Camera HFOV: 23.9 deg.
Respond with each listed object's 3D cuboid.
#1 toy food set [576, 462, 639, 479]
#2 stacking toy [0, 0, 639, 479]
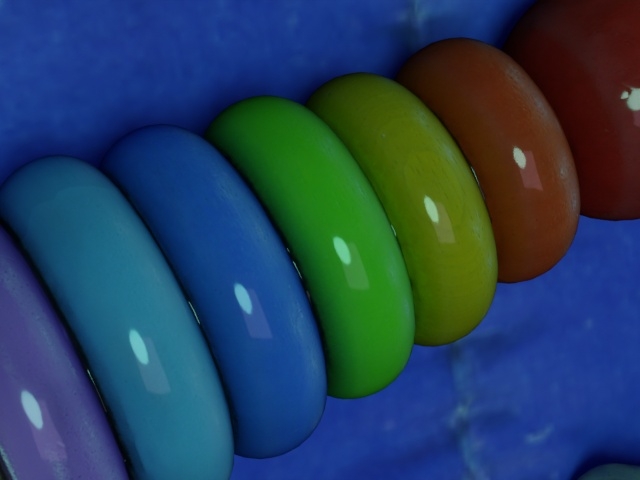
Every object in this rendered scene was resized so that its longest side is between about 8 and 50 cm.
[{"bbox_3d":[0.186,0.247,0.661,0.220,0.092,0.306,10,104,-22],"label":"toy food set"},{"bbox_3d":[0.000,0.000,0.505,0.330,0.141,0.141,-26,114,-18],"label":"stacking toy"}]
